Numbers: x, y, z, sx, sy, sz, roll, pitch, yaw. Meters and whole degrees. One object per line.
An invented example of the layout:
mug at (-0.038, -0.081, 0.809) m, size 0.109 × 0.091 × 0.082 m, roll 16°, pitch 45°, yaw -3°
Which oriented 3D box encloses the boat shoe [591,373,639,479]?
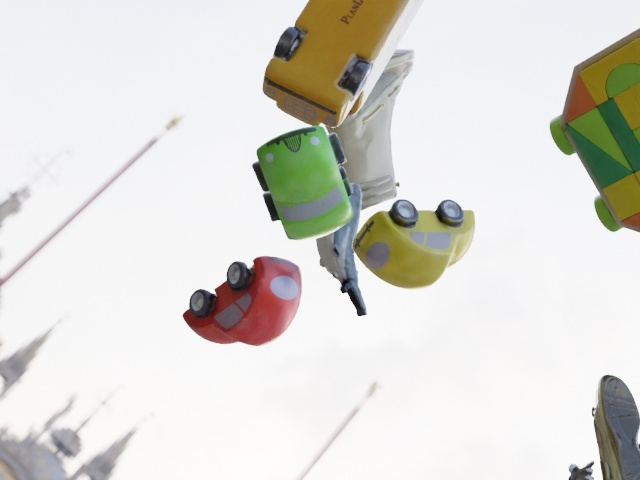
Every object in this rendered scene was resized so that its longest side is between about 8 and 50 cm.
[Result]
boat shoe at (0.332, 0.226, 1.471) m, size 0.056 × 0.153 × 0.048 m, roll 10°, pitch -34°, yaw -28°

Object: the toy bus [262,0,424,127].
toy bus at (0.046, -0.272, 1.579) m, size 0.108 × 0.332 × 0.130 m, roll 27°, pitch -27°, yaw 6°

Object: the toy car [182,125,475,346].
toy car at (0.000, 0.000, 0.929) m, size 0.225 × 0.239 × 0.053 m, roll 71°, pitch -1°, yaw -61°

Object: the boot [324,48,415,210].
boot at (0.079, -0.169, 1.927) m, size 0.095 × 0.262 × 0.203 m, roll -1°, pitch -68°, yaw 26°

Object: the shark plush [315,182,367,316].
shark plush at (0.035, 0.007, 1.546) m, size 0.073 × 0.067 × 0.161 m, roll 122°, pitch -44°, yaw -54°

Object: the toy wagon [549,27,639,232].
toy wagon at (0.462, -0.104, 1.659) m, size 0.267 × 0.068 × 0.344 m, roll -30°, pitch -91°, yaw 32°

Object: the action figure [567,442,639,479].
action figure at (0.412, 0.397, 1.893) m, size 0.164 × 0.276 × 0.141 m, roll 47°, pitch -29°, yaw 24°
